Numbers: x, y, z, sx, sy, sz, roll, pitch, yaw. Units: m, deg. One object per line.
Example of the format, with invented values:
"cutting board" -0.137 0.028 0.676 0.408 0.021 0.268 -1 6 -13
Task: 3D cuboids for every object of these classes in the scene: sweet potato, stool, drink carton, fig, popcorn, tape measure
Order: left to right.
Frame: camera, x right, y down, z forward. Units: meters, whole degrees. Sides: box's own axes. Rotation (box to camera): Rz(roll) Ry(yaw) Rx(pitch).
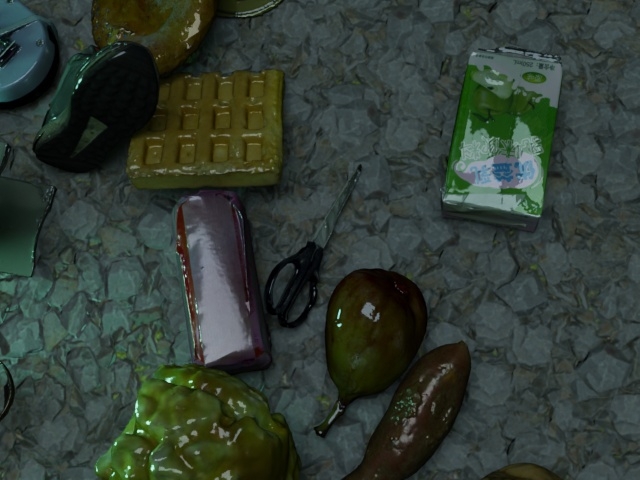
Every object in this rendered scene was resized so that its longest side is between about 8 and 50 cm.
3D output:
"stool" -0.596 -0.064 1.855 0.269 0.243 0.170 11 78 8
"tape measure" -0.533 -0.317 1.984 0.181 0.107 0.182 32 78 19
"popcorn" -0.169 0.332 1.695 0.274 0.335 0.279 2 53 17
"fig" 0.062 0.178 1.786 0.145 0.170 0.274 26 97 27
"sweet potato" 0.110 0.314 1.770 0.109 0.109 0.385 37 88 13
"drink carton" 0.286 -0.161 1.863 0.161 0.108 0.271 9 77 8

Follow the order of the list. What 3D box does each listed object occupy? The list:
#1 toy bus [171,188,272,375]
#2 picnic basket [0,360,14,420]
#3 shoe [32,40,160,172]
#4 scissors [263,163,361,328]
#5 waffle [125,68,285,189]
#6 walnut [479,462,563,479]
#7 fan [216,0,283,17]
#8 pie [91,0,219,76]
"toy bus" -0.156 0.064 1.835 0.127 0.147 0.303 -9 76 -3
"picnic basket" -0.565 0.245 1.828 0.178 0.138 0.128 -17 77 2
"shoe" -0.348 -0.249 1.875 0.132 0.336 0.171 19 56 -27
"scissors" 0.000 0.000 1.874 0.022 0.109 0.300 11 63 42
"waffle" -0.180 -0.180 1.904 0.247 0.055 0.221 -1 55 4
"walnut" 0.285 0.449 1.656 0.257 0.224 0.257 8 104 37
"fan" -0.110 -0.510 2.039 0.335 0.011 0.230 -33 75 -1
"pie" -0.274 -0.391 1.968 0.273 0.069 0.274 -13 58 22
